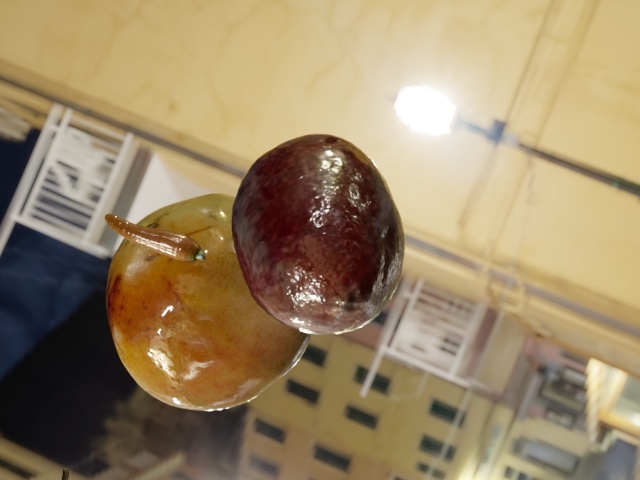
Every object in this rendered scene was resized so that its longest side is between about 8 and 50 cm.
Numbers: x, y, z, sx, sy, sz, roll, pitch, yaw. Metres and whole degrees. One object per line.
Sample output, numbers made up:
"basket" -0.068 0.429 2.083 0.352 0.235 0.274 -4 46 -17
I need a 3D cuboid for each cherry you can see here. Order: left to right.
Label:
"cherry" 0.000 0.000 1.740 0.300 0.203 0.230 -103 4 -64

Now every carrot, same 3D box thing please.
"carrot" -0.208 -0.003 1.857 0.035 0.142 0.035 19 -90 -83

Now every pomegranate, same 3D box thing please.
"pomegranate" -0.148 0.092 2.094 0.319 0.319 0.319 -60 -15 -28

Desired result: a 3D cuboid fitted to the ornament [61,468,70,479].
"ornament" -0.282 0.230 1.105 0.081 0.203 0.088 -134 45 -69
